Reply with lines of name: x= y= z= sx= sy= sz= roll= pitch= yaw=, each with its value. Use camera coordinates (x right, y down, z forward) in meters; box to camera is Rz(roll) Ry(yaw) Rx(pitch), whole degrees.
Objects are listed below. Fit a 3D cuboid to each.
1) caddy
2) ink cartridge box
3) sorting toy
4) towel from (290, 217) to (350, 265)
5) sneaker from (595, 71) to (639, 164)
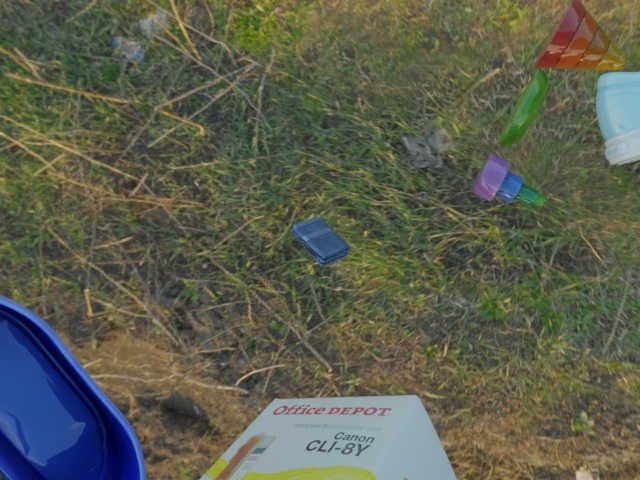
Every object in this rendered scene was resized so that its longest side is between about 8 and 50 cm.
caddy: x=-0.325 y=0.204 z=0.531 sx=0.179 sy=0.241 sz=0.341 roll=-7 pitch=120 yaw=58
ink cartridge box: x=-0.040 y=0.368 z=0.696 sx=0.279 sy=0.384 sz=0.161 roll=-14 pitch=106 yaw=39
sorting toy: x=0.371 y=-0.205 z=0.890 sx=0.126 sy=0.127 sz=0.366 roll=27 pitch=79 yaw=7
towel: x=0.000 y=0.000 z=1.049 sx=0.119 sy=0.067 sz=0.029 roll=44 pitch=146 yaw=45
sneaker: x=0.549 y=-0.220 z=0.754 sx=0.365 sy=0.135 sz=0.150 roll=-16 pitch=89 yaw=-3
